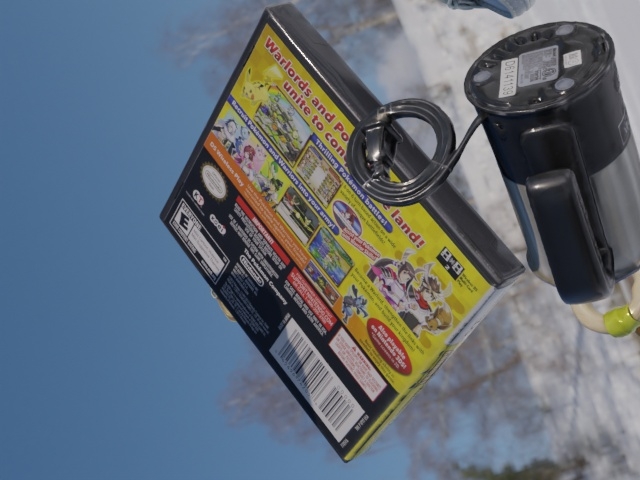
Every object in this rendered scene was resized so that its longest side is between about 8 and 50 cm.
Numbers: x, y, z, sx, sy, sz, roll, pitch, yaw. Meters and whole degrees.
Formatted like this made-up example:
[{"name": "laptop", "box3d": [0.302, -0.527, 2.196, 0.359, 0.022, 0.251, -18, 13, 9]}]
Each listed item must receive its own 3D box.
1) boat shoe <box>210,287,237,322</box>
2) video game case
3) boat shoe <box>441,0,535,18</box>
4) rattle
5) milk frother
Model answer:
[{"name": "boat shoe", "box3d": [-0.123, 0.029, 1.488, 0.048, 0.056, 0.153, 1, -104, -68]}, {"name": "video game case", "box3d": [0.000, 0.000, 0.930, 0.035, 0.248, 0.275, -21, -115, -42]}, {"name": "boat shoe", "box3d": [0.132, -0.367, 1.587, 0.320, 0.103, 0.118, 30, -179, 11]}, {"name": "rattle", "box3d": [0.397, 0.044, 1.637, 0.143, 0.130, 0.199, -5, -145, -36]}, {"name": "milk frother", "box3d": [0.107, -0.033, 0.687, 0.129, 0.143, 0.134, -58, -44, -38]}]
